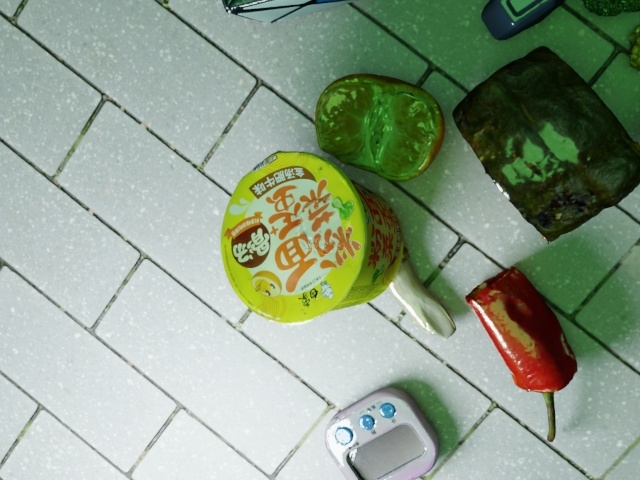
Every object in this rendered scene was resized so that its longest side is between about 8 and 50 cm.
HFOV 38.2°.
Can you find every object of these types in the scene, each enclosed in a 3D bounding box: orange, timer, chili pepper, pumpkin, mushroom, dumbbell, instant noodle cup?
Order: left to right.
[{"bbox_3d":[0.000,0.000,1.687,0.311,0.221,0.311,-3,84,30],"label":"instant noodle cup"},{"bbox_3d":[0.111,-0.209,1.686,0.237,0.158,0.179,14,107,11],"label":"orange"},{"bbox_3d":[0.123,0.402,1.849,0.208,0.069,0.190,-32,92,16],"label":"timer"},{"bbox_3d":[0.181,0.102,1.780,0.084,0.071,0.209,-39,93,-12],"label":"mushroom"},{"bbox_3d":[0.290,-0.513,1.594,0.324,0.160,0.144,55,138,-1],"label":"dumbbell"},{"bbox_3d":[0.406,0.215,1.712,0.131,0.134,0.338,-31,91,4],"label":"chili pepper"},{"bbox_3d":[0.385,-0.164,1.582,0.225,0.256,0.303,-42,104,14],"label":"pumpkin"}]

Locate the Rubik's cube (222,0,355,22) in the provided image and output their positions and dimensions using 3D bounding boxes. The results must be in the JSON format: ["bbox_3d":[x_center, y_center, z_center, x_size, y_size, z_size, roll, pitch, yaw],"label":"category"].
[{"bbox_3d":[-0.047,-0.534,1.617,0.247,0.250,0.248,-12,95,16],"label":"Rubik's cube"}]

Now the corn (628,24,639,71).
[{"bbox_3d":[0.683,-0.314,1.556,0.318,0.115,0.115,12,103,12],"label":"corn"}]

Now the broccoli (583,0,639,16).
[{"bbox_3d":[0.508,-0.470,1.549,0.195,0.156,0.195,4,80,-23],"label":"broccoli"}]
